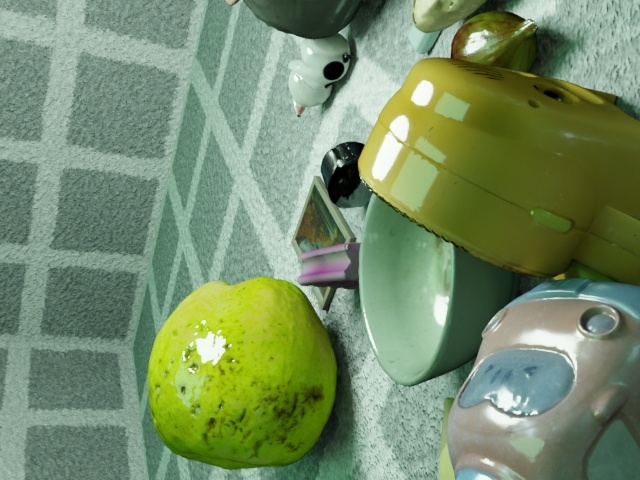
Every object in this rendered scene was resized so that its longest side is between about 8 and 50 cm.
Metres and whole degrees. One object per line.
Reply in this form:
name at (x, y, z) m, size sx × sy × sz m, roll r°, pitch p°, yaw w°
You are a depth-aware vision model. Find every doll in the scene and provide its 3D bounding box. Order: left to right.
doll at (-0.007, -0.358, 1.478) m, size 0.107 × 0.110 × 0.181 m, roll 50°, pitch 143°, yaw 3°

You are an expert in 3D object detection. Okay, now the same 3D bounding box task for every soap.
soap at (0.050, 0.047, 1.227) m, size 0.203 × 0.122 × 0.066 m, roll 167°, pitch 107°, yaw -64°

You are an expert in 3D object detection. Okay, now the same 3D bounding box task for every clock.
clock at (0.198, -0.070, 0.686) m, size 0.201 × 0.316 × 0.244 m, roll -69°, pitch 27°, yaw 17°

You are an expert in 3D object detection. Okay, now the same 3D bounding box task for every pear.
pear at (-0.147, 0.245, 1.351) m, size 0.391 × 0.390 × 0.392 m, roll -174°, pitch 90°, yaw -66°

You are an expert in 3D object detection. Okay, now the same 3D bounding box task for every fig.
fig at (0.233, -0.253, 0.910) m, size 0.109 × 0.103 × 0.154 m, roll 69°, pitch 160°, yaw 7°

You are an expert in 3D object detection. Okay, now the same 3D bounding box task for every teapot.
teapot at (-0.008, -0.541, 1.248) m, size 0.306 × 0.376 × 0.361 m, roll 54°, pitch 147°, yaw -9°

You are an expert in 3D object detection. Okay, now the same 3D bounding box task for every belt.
belt at (0.055, -0.118, 1.270) m, size 0.140 × 0.105 × 0.058 m, roll 85°, pitch 169°, yaw -52°

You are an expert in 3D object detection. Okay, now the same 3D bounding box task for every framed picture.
framed picture at (0.000, 0.000, 1.483) m, size 0.250 × 0.016 × 0.184 m, roll -116°, pitch 39°, yaw -51°

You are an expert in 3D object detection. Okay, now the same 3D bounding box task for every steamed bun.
steamed bun at (0.216, -0.404, 0.982) m, size 0.212 × 0.110 × 0.232 m, roll -128°, pitch 43°, yaw -68°

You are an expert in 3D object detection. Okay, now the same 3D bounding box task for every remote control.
remote control at (0.189, -0.382, 1.132) m, size 0.061 × 0.029 × 0.162 m, roll -109°, pitch 34°, yaw -41°

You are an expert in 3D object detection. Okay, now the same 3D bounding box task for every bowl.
bowl at (0.166, 0.040, 0.922) m, size 0.289 × 0.146 × 0.290 m, roll -179°, pitch 90°, yaw -71°

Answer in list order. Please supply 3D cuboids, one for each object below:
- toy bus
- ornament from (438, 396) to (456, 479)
toy bus at (0.226, 0.193, 0.582) m, size 0.294 × 0.231 × 0.197 m, roll 60°, pitch 154°, yaw -9°
ornament at (0.198, 0.273, 0.919) m, size 0.180 × 0.059 × 0.201 m, roll -115°, pitch 37°, yaw -55°
